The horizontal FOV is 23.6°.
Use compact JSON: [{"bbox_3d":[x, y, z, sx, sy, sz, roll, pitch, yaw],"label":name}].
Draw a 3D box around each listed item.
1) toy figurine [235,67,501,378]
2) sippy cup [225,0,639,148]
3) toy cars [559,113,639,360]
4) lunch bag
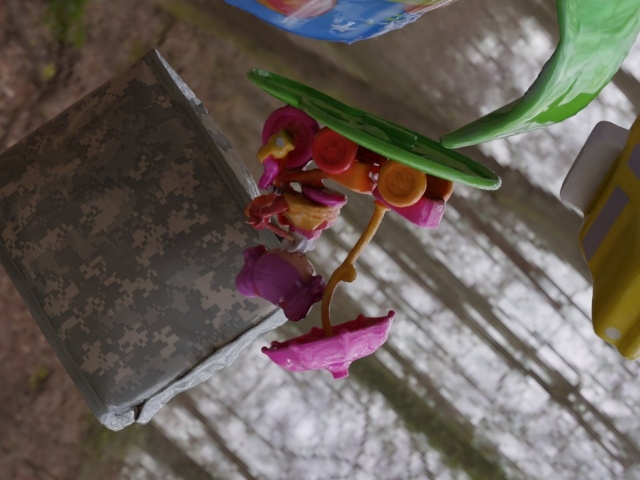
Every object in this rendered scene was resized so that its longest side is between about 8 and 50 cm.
[{"bbox_3d":[0.000,0.000,0.931,0.130,0.173,0.159,-1,117,-66],"label":"toy figurine"},{"bbox_3d":[0.037,-0.209,0.730,0.224,0.240,0.305,-30,-138,59],"label":"sippy cup"},{"bbox_3d":[0.236,-0.123,0.902,0.393,0.087,0.176,-64,178,3],"label":"toy cars"},{"bbox_3d":[-0.158,0.010,1.427,0.235,0.287,0.169,-34,157,3],"label":"lunch bag"}]
